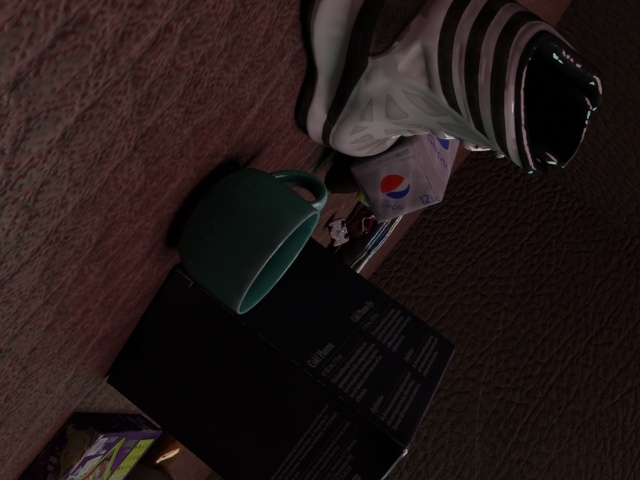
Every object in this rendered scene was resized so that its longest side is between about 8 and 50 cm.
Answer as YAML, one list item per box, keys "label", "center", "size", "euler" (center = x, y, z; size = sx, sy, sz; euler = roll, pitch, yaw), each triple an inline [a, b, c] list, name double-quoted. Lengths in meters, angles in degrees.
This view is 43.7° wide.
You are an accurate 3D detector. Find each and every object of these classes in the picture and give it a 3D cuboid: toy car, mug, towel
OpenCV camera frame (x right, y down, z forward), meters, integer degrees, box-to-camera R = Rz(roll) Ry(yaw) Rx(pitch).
- label: "toy car"
  center: [0.000, 0.000, 1.561]
  size: [0.122, 0.060, 0.040]
  euler: [-36, -144, 0]
- label: "mug"
  center: [-0.073, -0.010, 0.800]
  size: [0.129, 0.097, 0.158]
  euler: [-56, 172, 24]
- label: "towel"
  center: [0.103, -0.018, 1.825]
  size: [0.285, 0.034, 0.209]
  euler: [-54, -166, 20]

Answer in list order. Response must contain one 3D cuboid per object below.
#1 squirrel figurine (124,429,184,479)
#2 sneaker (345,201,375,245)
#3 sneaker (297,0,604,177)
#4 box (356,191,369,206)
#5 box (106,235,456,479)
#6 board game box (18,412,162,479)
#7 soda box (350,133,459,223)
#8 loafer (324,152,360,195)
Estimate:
- label: "squirrel figurine"
  center: [-0.265, 0.599, 1.395]
  size: [0.397, 0.370, 0.281]
  euler: [-54, 172, 11]
- label: "sneaker"
  center: [0.086, -0.027, 1.751]
  size: [0.047, 0.057, 0.119]
  euler: [2, 131, -33]
- label: "sneaker"
  center: [0.122, -0.126, 0.818]
  size: [0.169, 0.257, 0.447]
  euler: [-52, 172, -5]
- label: "box"
  center: [0.177, -0.148, 1.676]
  size: [0.232, 0.087, 0.058]
  euler: [-46, 168, -30]
- label: "box"
  center: [-0.027, 0.154, 1.010]
  size: [0.179, 0.312, 0.343]
  euler: [-55, 171, 20]
- label: "board game box"
  center: [-0.320, 0.319, 1.040]
  size: [0.208, 0.056, 0.347]
  euler: [-55, 173, -11]
- label: "soda box"
  center: [0.133, -0.135, 1.153]
  size: [0.098, 0.091, 0.286]
  euler: [-20, -160, 25]
- label: "loafer"
  center: [0.057, -0.121, 1.200]
  size: [0.078, 0.080, 0.220]
  euler: [-20, -173, 24]
